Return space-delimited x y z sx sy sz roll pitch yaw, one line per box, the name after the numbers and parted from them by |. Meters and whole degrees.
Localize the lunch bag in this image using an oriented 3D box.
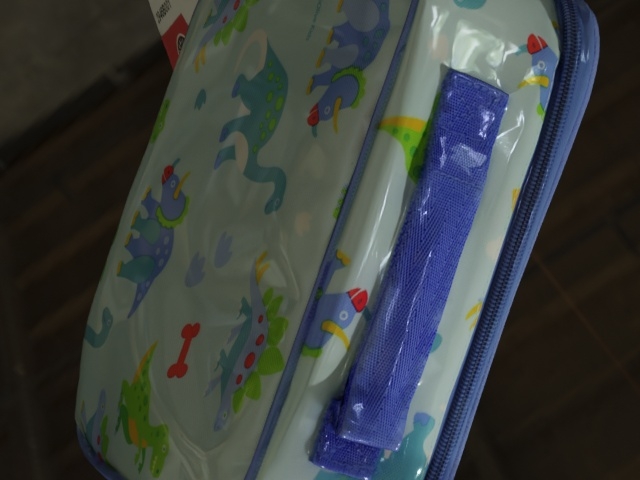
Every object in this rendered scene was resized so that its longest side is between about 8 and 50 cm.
0.000 0.000 0.636 0.176 0.090 0.219 16 -93 64 | lunch bag

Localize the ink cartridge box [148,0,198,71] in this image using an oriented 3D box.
-0.037 -0.207 0.936 0.114 0.272 0.197 -19 179 -17 | ink cartridge box
